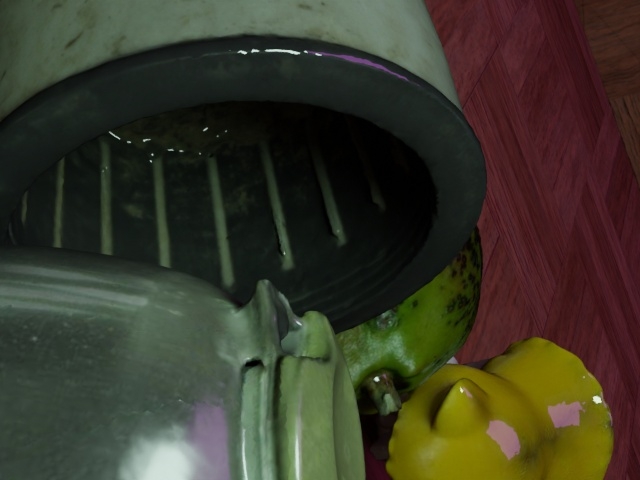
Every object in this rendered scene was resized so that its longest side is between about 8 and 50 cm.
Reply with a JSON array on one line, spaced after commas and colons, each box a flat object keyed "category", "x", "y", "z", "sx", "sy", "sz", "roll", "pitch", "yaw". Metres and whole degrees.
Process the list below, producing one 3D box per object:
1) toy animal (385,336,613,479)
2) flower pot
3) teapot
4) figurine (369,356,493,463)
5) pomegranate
[{"category": "toy animal", "x": 0.153, "y": 0.158, "z": 1.047, "sx": 0.230, "sy": 0.156, "sz": 0.156, "roll": -16, "pitch": 91, "yaw": -48}, {"category": "flower pot", "x": -0.072, "y": -0.133, "z": 0.799, "sx": 0.293, "sy": 0.294, "sz": 0.330, "roll": 43, "pitch": 32, "yaw": -50}, {"category": "teapot", "x": -0.092, "y": 0.154, "z": 0.607, "sx": 0.239, "sy": 0.239, "sz": 0.321, "roll": 42, "pitch": 43, "yaw": -74}, {"category": "figurine", "x": 0.056, "y": 0.069, "z": 1.150, "sx": 0.256, "sy": 0.182, "sz": 0.144, "roll": 62, "pitch": -16, "yaw": -12}, {"category": "pomegranate", "x": -0.013, "y": 0.011, "z": 0.997, "sx": 0.204, "sy": 0.276, "sz": 0.222, "roll": -59, "pitch": 146, "yaw": -5}]
